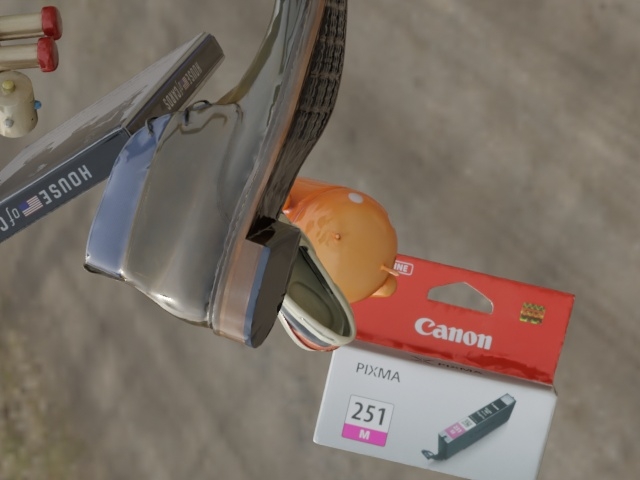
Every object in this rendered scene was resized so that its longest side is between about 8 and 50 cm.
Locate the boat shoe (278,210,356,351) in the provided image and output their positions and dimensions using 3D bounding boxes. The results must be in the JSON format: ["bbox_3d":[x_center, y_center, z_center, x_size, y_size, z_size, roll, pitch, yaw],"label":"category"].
[{"bbox_3d":[-0.026,0.012,1.216,0.137,0.049,0.043,55,157,-9],"label":"boat shoe"}]

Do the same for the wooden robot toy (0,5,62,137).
[{"bbox_3d":[-0.194,-0.096,1.177,0.079,0.076,0.173,89,-178,-54],"label":"wooden robot toy"}]

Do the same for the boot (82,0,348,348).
[{"bbox_3d":[-0.055,-0.062,1.014,0.082,0.106,0.219,-12,-63,-75],"label":"boot"}]

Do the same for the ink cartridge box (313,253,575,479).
[{"bbox_3d":[0.150,0.154,2.324,0.060,0.275,0.239,-67,-10,-79],"label":"ink cartridge box"}]

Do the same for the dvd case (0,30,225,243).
[{"bbox_3d":[-0.168,-0.062,1.344,0.030,0.179,0.239,56,-160,-11],"label":"dvd case"}]

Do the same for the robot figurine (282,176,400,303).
[{"bbox_3d":[0.002,0.001,2.069,0.219,0.128,0.158,17,122,62],"label":"robot figurine"}]
